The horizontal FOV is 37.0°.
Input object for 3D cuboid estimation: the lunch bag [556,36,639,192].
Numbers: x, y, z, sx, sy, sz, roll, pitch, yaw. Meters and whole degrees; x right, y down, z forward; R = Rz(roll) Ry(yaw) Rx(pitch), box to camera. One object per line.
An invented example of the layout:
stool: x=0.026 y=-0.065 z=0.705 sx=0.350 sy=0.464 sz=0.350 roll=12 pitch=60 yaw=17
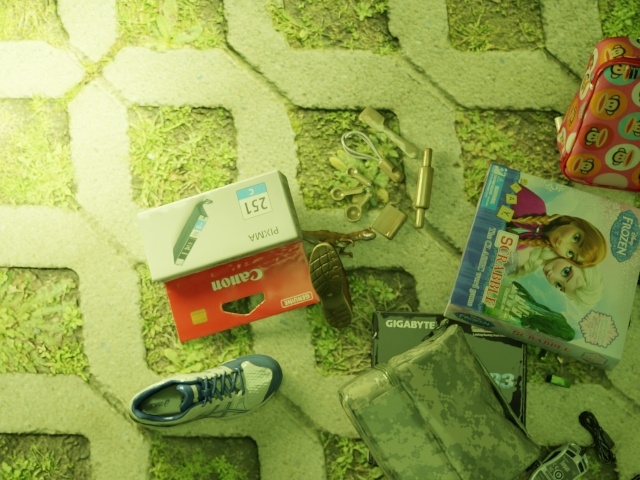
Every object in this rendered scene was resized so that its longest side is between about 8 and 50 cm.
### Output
lunch bag: x=0.598 y=-0.225 z=1.776 sx=0.258 sy=0.293 sz=0.120 roll=10 pitch=44 yaw=-1

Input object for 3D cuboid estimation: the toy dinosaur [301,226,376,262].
toy dinosaur: x=0.000 y=0.000 z=1.867 sx=0.212 sy=0.064 sz=0.112 roll=8 pitch=56 yaw=0

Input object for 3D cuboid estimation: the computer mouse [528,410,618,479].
computer mouse: x=0.466 y=0.420 z=1.811 sx=0.193 sy=0.042 sz=0.106 roll=-35 pitch=89 yaw=-10

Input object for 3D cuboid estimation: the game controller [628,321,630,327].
game controller: x=0.433 y=0.092 z=1.822 sx=0.319 sy=0.067 sz=0.166 roll=9 pitch=64 yaw=2

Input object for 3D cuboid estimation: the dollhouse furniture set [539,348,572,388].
dollhouse furniture set: x=0.468 y=0.203 z=1.828 sx=0.076 sy=0.058 sz=0.151 roll=18 pitch=83 yaw=2

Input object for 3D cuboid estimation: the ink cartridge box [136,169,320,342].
ink cartridge box: x=-0.177 y=0.033 z=1.828 sx=0.296 sy=0.066 sz=0.261 roll=-17 pitch=82 yaw=8

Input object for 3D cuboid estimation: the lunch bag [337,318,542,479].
lunch bag: x=0.209 y=0.323 z=1.666 sx=0.256 sy=0.212 sz=0.305 roll=-32 pitch=85 yaw=-3

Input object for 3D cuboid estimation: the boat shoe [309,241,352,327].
boat shoe: x=0.022 y=0.079 z=1.813 sx=0.064 sy=0.060 sz=0.177 roll=-8 pitch=116 yaw=15

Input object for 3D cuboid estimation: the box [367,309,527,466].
box: x=0.239 y=0.285 z=1.815 sx=0.296 sy=0.073 sz=0.293 roll=3 pitch=84 yaw=0

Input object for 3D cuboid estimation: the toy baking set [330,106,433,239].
toy baking set: x=0.128 y=-0.133 z=1.886 sx=0.197 sy=0.030 sz=0.256 roll=12 pitch=83 yaw=2

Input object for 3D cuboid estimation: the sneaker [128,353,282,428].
sneaker: x=-0.213 y=0.292 z=1.786 sx=0.297 sy=0.131 sz=0.111 roll=-18 pitch=81 yaw=-3

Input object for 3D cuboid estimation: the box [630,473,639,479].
box: x=0.586 y=0.568 z=1.789 sx=0.191 sy=0.045 sz=0.184 roll=-36 pitch=82 yaw=-3

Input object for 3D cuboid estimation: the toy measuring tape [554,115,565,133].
toy measuring tape: x=0.629 y=-0.266 z=1.859 sx=0.330 sy=0.121 sz=0.121 roll=-12 pitch=83 yaw=-1

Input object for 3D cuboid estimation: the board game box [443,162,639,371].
board game box: x=0.424 y=0.042 z=1.772 sx=0.318 sy=0.066 sz=0.318 roll=18 pitch=64 yaw=5

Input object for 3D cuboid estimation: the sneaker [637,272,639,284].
sneaker: x=0.644 y=0.041 z=1.838 sx=0.098 sy=0.083 sz=0.223 roll=-10 pitch=84 yaw=4
